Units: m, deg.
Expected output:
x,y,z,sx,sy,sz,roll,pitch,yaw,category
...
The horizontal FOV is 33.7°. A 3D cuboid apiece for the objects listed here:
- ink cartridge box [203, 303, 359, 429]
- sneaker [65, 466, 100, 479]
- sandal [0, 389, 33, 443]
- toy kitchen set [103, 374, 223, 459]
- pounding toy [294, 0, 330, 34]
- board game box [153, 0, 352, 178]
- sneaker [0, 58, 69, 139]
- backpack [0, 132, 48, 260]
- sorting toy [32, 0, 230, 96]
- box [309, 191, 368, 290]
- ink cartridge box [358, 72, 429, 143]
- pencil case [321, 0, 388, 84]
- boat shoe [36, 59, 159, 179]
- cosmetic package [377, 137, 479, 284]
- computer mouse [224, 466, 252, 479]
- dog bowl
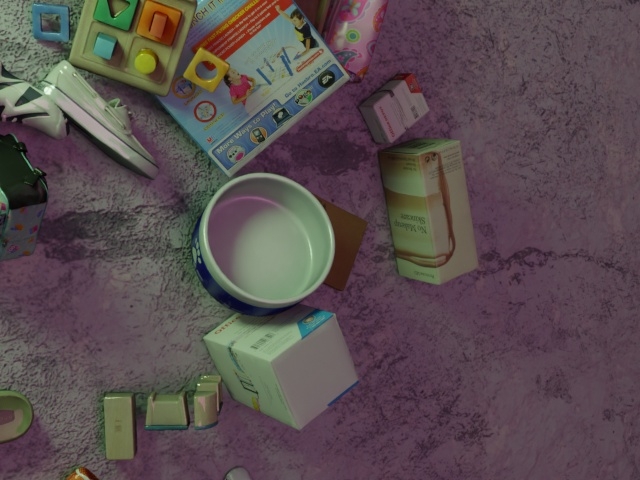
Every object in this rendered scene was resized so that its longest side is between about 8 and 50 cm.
x,y,z,sx,sy,sz,roll,pitch,yaw,category
-0.078,0.232,2.075,0.171,0.233,0.168,-35,118,-29,ink cartridge box
-0.416,0.492,1.975,0.067,0.064,0.175,-41,115,-3,sneaker
-0.622,0.318,1.765,0.303,0.086,0.120,-14,104,-34,sandal
-0.297,0.337,2.033,0.207,0.166,0.122,0,98,0,toy kitchen set
-0.101,-0.436,2.051,0.206,0.094,0.181,-5,125,-36,pounding toy
-0.153,-0.325,1.954,0.308,0.086,0.302,-39,121,4,board game box
-0.543,-0.208,1.751,0.235,0.094,0.153,44,75,-37,sneaker
-0.532,-0.055,1.720,0.144,0.166,0.188,-24,149,-33,backpack
-0.321,-0.350,1.799,0.348,0.047,0.196,18,118,-10,sorting toy
0.000,0.000,2.235,0.201,0.021,0.164,26,81,-37,box
0.160,-0.287,2.293,0.135,0.056,0.099,-41,118,-26,ink cartridge box
0.068,-0.461,2.159,0.124,0.124,0.284,20,86,-37,pencil case
-0.379,-0.212,1.877,0.267,0.096,0.088,40,77,-25,boat shoe
0.238,-0.068,2.327,0.129,0.153,0.296,-22,108,-32,cosmetic package
-0.163,0.565,2.177,0.106,0.042,0.193,-11,103,-35,computer mouse
-0.112,0.009,2.030,0.265,0.104,0.264,8,69,-20,dog bowl
